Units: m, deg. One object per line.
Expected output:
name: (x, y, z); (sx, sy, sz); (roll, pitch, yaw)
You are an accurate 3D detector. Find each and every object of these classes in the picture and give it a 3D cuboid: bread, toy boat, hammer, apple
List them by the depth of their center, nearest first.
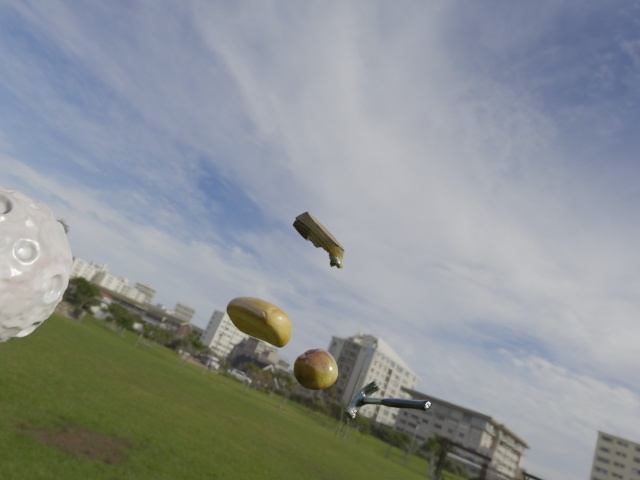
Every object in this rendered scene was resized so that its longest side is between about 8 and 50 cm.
toy boat: (0.000, 0.000, 0.965); (0.149, 0.049, 0.047); (47, 12, 15)
hammer: (0.157, 0.361, 1.019); (0.029, 0.103, 0.246); (54, -37, -8)
apple: (-0.011, 0.365, 1.286); (0.125, 0.102, 0.126); (-13, 2, 0)
bread: (-0.178, 0.234, 1.350); (0.217, 0.098, 0.148); (16, -42, 35)

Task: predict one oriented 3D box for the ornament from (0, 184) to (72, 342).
ornament: (-0.676, 0.048, 0.904); (0.336, 0.338, 0.337); (21, -19, 7)
